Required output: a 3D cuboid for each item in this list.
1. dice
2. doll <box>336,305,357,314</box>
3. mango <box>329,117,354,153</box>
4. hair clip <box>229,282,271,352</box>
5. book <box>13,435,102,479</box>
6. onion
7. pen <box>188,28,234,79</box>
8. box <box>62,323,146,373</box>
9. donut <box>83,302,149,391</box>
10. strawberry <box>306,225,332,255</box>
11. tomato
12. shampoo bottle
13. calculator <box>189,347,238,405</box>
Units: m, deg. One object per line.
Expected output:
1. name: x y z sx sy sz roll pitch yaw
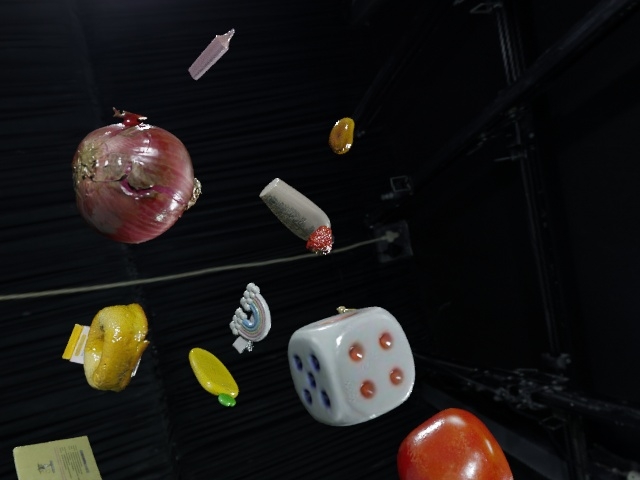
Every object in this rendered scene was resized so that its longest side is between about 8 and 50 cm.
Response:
1. dice: 0.060 0.248 0.903 0.194 0.194 0.191 -27 -100 56
2. doll: 0.126 0.339 2.168 0.093 0.062 0.051 -24 -101 33
3. mango: 0.069 -0.327 1.391 0.080 0.061 0.114 33 -70 35
4. hair clip: -0.213 0.256 1.394 0.140 0.054 0.220 39 -65 30
5. book: -0.701 0.607 1.192 0.168 0.192 0.013 42 -73 38
6. onion: -0.515 -0.173 1.223 0.354 0.354 0.352 168 -90 -70
7. pen: -0.331 -0.576 1.370 0.197 0.032 0.053 -35 -107 24
8. box: -0.763 0.391 1.585 0.033 0.248 0.129 -11 -119 60
9. donut: -0.444 0.224 0.947 0.174 0.075 0.190 41 -74 42
10. strawberry: 0.000 0.000 1.206 0.073 0.074 0.083 143 -38 -69
11. tomato: 0.356 0.624 1.184 0.289 0.293 0.325 50 -1 42
12. shampoo bottle: -0.057 -0.071 1.304 0.127 0.257 0.078 -31 -153 35
13. calculator: -0.310 0.396 1.304 0.235 0.032 0.146 38 0 44
